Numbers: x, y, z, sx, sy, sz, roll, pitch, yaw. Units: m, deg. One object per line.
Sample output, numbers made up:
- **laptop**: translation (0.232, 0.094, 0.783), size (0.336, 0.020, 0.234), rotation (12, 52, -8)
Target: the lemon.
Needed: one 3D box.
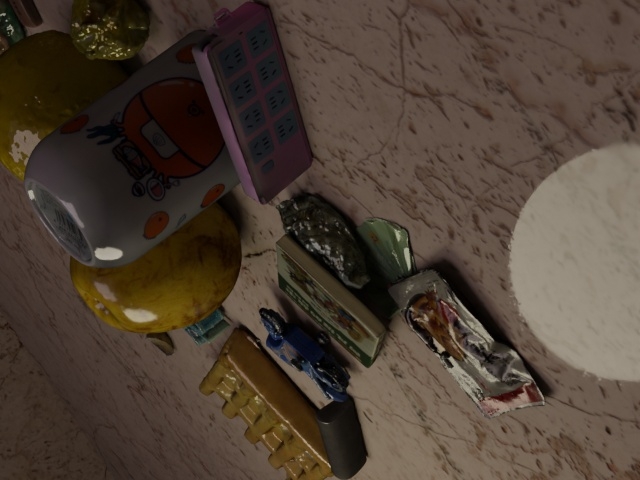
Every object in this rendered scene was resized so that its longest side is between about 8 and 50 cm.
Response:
- **lemon**: translation (-0.416, -0.204, 1.814), size (0.260, 0.261, 0.284), rotation (102, 148, -60)

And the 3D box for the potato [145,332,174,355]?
- **potato**: translation (-0.360, 0.228, 2.593), size (0.037, 0.036, 0.093), rotation (-11, 144, 23)

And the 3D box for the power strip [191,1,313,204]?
- **power strip**: translation (-0.083, -0.174, 1.463), size (0.037, 0.109, 0.278), rotation (26, 147, 39)

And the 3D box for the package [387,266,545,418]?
- **package**: translation (0.195, 0.138, 1.523), size (0.239, 0.030, 0.154), rotation (49, 153, -5)

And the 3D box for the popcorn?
- **popcorn**: translation (-0.313, -0.316, 1.652), size (0.120, 0.106, 0.116), rotation (57, 164, -15)

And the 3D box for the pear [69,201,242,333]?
- **pear**: translation (-0.275, 0.024, 1.867), size (0.281, 0.281, 0.280), rotation (38, 153, 24)

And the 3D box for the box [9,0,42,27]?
- **box**: translation (-0.521, -0.420, 1.947), size (0.048, 0.025, 0.115), rotation (26, 147, 44)

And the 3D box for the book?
- **book**: translation (0.013, 0.098, 1.709), size (0.202, 0.027, 0.264), rotation (42, 168, 10)

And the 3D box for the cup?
- **cup**: translation (-0.234, -0.114, 1.549), size (0.212, 0.317, 0.212), rotation (39, 154, 23)

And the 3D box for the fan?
- **fan**: translation (0.091, 0.039, 1.596), size (0.131, 0.009, 0.240), rotation (42, 155, 22)

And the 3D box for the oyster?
- **oyster**: translation (0.000, 0.000, 1.628), size (0.177, 0.064, 0.125), rotation (23, 149, 50)

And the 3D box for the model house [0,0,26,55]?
- **model house**: translation (-0.695, -0.369, 2.059), size (0.202, 0.237, 0.237), rotation (56, 155, -9)

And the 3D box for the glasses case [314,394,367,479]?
- **glasses case**: translation (0.041, 0.359, 2.054), size (0.042, 0.072, 0.190), rotation (36, 152, 38)

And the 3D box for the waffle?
- **waffle**: translation (-0.096, 0.353, 2.271), size (0.348, 0.077, 0.304), rotation (47, 154, 5)

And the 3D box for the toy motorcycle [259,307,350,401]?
- **toy motorcycle**: translation (-0.030, 0.194, 1.946), size (0.205, 0.076, 0.114), rotation (41, 163, 15)

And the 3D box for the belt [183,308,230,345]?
- **belt**: translation (-0.301, 0.105, 2.271), size (0.302, 0.072, 0.087), rotation (37, 149, 29)
